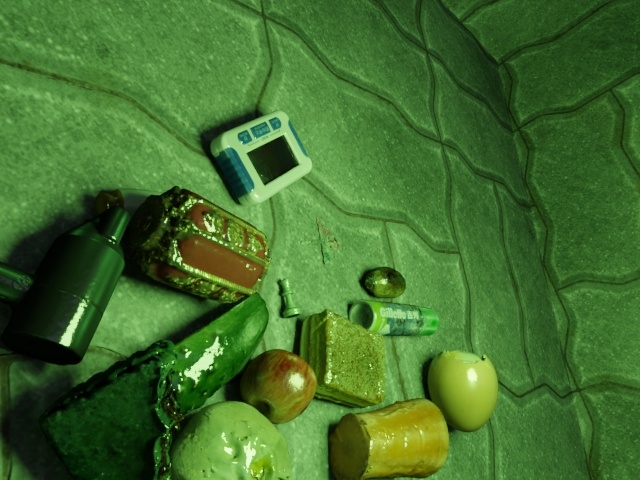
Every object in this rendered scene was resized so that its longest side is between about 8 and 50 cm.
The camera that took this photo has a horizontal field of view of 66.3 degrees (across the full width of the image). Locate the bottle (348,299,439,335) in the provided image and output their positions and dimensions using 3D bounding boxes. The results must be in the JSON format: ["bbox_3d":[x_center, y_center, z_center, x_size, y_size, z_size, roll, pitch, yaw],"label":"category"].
[{"bbox_3d":[0.217,0.223,1.386,0.330,0.093,0.093,13,64,-46],"label":"bottle"}]

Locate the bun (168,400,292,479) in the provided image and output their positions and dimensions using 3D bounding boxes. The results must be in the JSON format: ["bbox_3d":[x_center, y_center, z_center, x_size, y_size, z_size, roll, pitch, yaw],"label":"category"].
[{"bbox_3d":[-0.149,0.398,0.842,0.239,0.141,0.239,22,60,-45],"label":"bun"}]

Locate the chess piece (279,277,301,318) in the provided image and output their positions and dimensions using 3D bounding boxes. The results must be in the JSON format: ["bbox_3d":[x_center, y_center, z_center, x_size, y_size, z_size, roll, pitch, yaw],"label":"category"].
[{"bbox_3d":[-0.075,0.131,1.136,0.042,0.042,0.093,6,62,-48],"label":"chess piece"}]

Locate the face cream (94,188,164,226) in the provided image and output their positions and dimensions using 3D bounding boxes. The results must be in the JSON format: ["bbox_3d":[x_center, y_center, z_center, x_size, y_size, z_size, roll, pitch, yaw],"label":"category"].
[{"bbox_3d":[-0.324,-0.060,0.918,0.182,0.051,0.072,0,77,-50],"label":"face cream"}]

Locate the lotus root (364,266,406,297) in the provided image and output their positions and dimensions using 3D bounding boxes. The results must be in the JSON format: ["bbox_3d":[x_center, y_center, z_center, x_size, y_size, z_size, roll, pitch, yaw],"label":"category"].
[{"bbox_3d":[0.191,0.121,1.411,0.179,0.080,0.089,10,66,-48],"label":"lotus root"}]

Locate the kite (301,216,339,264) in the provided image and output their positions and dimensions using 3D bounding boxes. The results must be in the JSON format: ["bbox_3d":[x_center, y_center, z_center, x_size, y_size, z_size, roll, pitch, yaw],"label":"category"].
[{"bbox_3d":[0.000,0.000,1.304,0.152,0.005,0.137,9,64,-47],"label":"kite"}]

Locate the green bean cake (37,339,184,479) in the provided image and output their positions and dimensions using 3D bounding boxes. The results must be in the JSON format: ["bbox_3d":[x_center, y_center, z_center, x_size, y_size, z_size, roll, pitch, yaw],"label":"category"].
[{"bbox_3d":[-0.267,0.277,0.724,0.208,0.193,0.107,63,-5,-7],"label":"green bean cake"}]

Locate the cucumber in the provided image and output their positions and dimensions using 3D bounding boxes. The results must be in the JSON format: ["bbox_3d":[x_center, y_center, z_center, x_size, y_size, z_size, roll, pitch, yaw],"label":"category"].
[{"bbox_3d":[-0.185,0.201,0.927,0.325,0.105,0.145,-35,100,-53],"label":"cucumber"}]

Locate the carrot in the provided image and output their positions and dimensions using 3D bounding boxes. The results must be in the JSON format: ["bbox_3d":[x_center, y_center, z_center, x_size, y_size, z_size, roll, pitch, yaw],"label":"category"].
[{"bbox_3d":[0.150,0.465,1.153,0.254,0.196,0.196,15,62,-34],"label":"carrot"}]

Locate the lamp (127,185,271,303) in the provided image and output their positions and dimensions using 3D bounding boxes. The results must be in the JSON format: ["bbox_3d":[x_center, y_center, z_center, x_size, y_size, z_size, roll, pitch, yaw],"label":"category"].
[{"bbox_3d":[-0.215,0.015,0.903,0.274,0.177,0.177,31,51,-50],"label":"lamp"}]

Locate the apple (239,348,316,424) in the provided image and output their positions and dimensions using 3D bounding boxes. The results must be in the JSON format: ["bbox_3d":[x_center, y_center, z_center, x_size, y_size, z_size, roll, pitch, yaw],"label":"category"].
[{"bbox_3d":[-0.085,0.289,0.972,0.146,0.146,0.131,56,46,-16],"label":"apple"}]

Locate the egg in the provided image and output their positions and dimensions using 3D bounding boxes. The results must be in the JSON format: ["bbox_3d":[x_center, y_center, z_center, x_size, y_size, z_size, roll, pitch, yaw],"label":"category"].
[{"bbox_3d":[0.418,0.437,1.441,0.201,0.201,0.244,0,83,-49],"label":"egg"}]

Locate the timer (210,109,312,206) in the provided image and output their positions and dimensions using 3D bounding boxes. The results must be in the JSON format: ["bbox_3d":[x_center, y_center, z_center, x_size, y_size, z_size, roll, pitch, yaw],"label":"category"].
[{"bbox_3d":[-0.139,-0.199,1.177,0.253,0.078,0.178,-40,107,-49],"label":"timer"}]

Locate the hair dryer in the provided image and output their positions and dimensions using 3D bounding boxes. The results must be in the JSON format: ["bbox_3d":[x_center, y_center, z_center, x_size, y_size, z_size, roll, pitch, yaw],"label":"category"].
[{"bbox_3d":[-0.447,0.015,0.714,0.302,0.116,0.244,31,49,-28],"label":"hair dryer"}]

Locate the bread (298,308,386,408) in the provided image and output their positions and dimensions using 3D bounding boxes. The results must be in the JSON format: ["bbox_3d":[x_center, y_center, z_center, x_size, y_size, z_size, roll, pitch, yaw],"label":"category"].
[{"bbox_3d":[0.051,0.287,1.157,0.234,0.110,0.184,32,48,-39],"label":"bread"}]
